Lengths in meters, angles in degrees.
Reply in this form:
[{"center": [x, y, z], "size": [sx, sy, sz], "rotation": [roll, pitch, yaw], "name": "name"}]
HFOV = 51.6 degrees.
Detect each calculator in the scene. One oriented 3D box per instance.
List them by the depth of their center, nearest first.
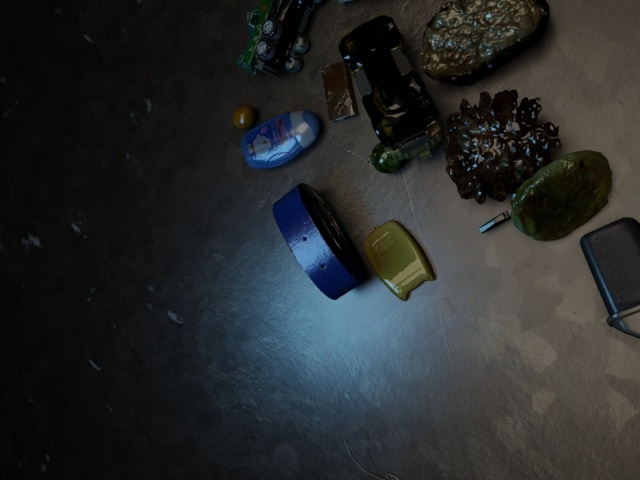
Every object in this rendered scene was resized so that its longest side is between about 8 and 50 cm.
[{"center": [0.221, 0.053, 1.951], "size": [0.157, 0.033, 0.236], "rotation": [-41, 73, 20], "name": "calculator"}]

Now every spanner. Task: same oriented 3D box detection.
[{"center": [0.566, -0.108, 1.759], "size": [0.325, 0.095, 0.040], "rotation": [-33, 77, 20], "name": "spanner"}]

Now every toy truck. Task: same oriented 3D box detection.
[{"center": [0.205, -0.412, 1.841], "size": [0.180, 0.254, 0.405], "rotation": [-25, 66, 13], "name": "toy truck"}, {"center": [-0.132, -0.677, 2.041], "size": [0.178, 0.176, 0.363], "rotation": [33, 105, 33], "name": "toy truck"}]

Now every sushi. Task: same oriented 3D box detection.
[{"center": [0.436, -0.560, 1.778], "size": [0.350, 0.171, 0.211], "rotation": [-20, 84, 24], "name": "sushi"}]

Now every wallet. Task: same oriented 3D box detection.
[{"center": [0.055, -0.457, 2.030], "size": [0.095, 0.026, 0.176], "rotation": [-12, 85, 26], "name": "wallet"}]

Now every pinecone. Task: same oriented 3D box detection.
[{"center": [0.469, -0.252, 1.720], "size": [0.295, 0.242, 0.298], "rotation": [-4, 120, 10], "name": "pinecone"}]

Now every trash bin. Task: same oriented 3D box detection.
[{"center": [0.756, 0.105, 1.600], "size": [0.182, 0.209, 0.290], "rotation": [-27, 66, 25], "name": "trash bin"}]

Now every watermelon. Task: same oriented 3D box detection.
[{"center": [0.192, -0.244, 1.923], "size": [0.109, 0.109, 0.109], "rotation": [0, 90, 24], "name": "watermelon"}]

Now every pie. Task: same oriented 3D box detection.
[{"center": [0.608, -0.105, 1.663], "size": [0.277, 0.277, 0.079], "rotation": [-36, 47, 20], "name": "pie"}]

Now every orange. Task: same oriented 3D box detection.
[{"center": [-0.247, -0.400, 2.142], "size": [0.085, 0.085, 0.085], "rotation": [0, 90, 24], "name": "orange"}]

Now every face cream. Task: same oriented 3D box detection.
[{"center": [-0.118, -0.320, 2.078], "size": [0.264, 0.083, 0.149], "rotation": [-22, 84, 22], "name": "face cream"}]

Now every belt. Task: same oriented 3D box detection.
[{"center": [0.000, 0.000, 1.955], "size": [0.117, 0.212, 0.347], "rotation": [-36, 80, 21], "name": "belt"}]

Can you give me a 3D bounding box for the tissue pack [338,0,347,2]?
[{"center": [0.143, -0.816, 1.936], "size": [0.225, 0.124, 0.185], "rotation": [-2, 90, 25], "name": "tissue pack"}]
